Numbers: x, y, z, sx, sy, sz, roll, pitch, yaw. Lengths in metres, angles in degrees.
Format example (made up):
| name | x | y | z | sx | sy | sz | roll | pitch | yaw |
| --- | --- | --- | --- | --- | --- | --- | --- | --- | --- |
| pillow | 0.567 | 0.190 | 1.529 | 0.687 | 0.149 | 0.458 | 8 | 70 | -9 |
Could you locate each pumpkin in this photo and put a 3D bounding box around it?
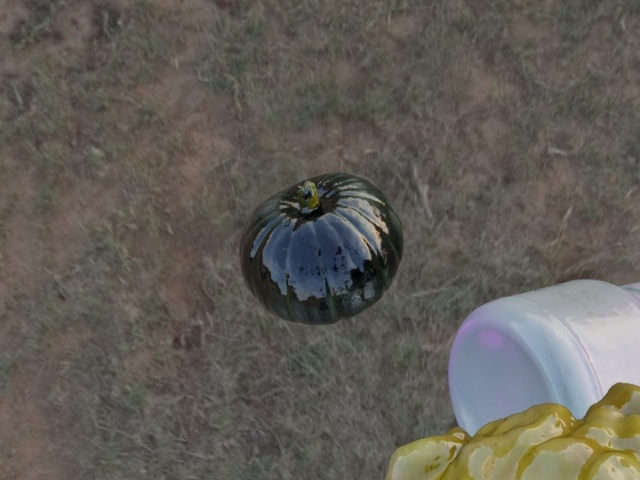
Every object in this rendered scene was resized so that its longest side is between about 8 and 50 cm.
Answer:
| name | x | y | z | sx | sy | sz | roll | pitch | yaw |
| --- | --- | --- | --- | --- | --- | --- | --- | --- | --- |
| pumpkin | 0.000 | 0.000 | 1.269 | 0.250 | 0.216 | 0.249 | -7 | 36 | 5 |

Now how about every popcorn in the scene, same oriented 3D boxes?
| name | x | y | z | sx | sy | sz | roll | pitch | yaw |
| --- | --- | --- | --- | --- | --- | --- | --- | --- | --- |
| popcorn | 0.133 | 0.186 | 0.455 | 0.250 | 0.250 | 0.190 | -19 | 36 | -1 |

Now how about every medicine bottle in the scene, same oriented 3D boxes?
| name | x | y | z | sx | sy | sz | roll | pitch | yaw |
| --- | --- | --- | --- | --- | --- | --- | --- | --- | --- |
| medicine bottle | 0.342 | 0.168 | 1.078 | 0.302 | 0.241 | 0.241 | -10 | 67 | -27 |
